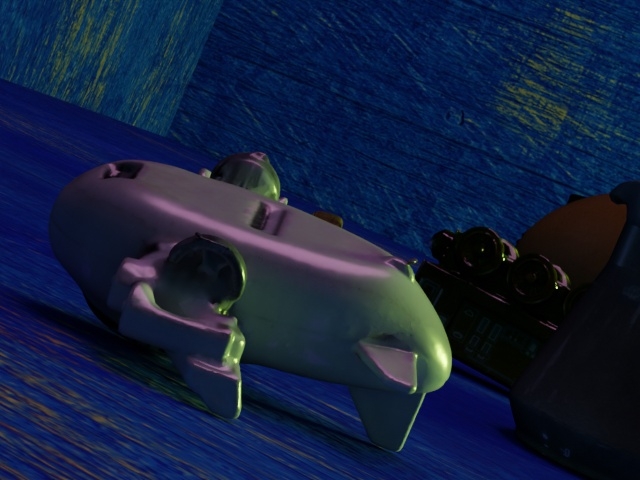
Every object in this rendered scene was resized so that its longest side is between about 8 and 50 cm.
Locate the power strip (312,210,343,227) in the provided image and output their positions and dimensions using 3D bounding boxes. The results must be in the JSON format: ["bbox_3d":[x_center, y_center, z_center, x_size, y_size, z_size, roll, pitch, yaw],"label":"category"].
[{"bbox_3d":[0.000,0.000,2.348,0.044,0.064,0.305,17,3,1],"label":"power strip"}]

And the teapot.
[{"bbox_3d":[0.272,0.084,1.451,0.203,0.225,0.171,24,4,18],"label":"teapot"}]

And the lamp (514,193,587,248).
[{"bbox_3d":[0.372,0.060,2.613,0.247,0.247,0.247,23,3,-1],"label":"lamp"}]

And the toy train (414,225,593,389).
[{"bbox_3d":[0.188,0.079,1.788,0.225,0.137,0.090,29,1,20],"label":"toy train"}]

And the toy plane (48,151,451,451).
[{"bbox_3d":[-0.040,0.030,1.096,0.252,0.118,0.252,20,22,-9],"label":"toy plane"}]

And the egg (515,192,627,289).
[{"bbox_3d":[0.354,0.068,2.096,0.322,0.250,0.250,18,-1,37],"label":"egg"}]
